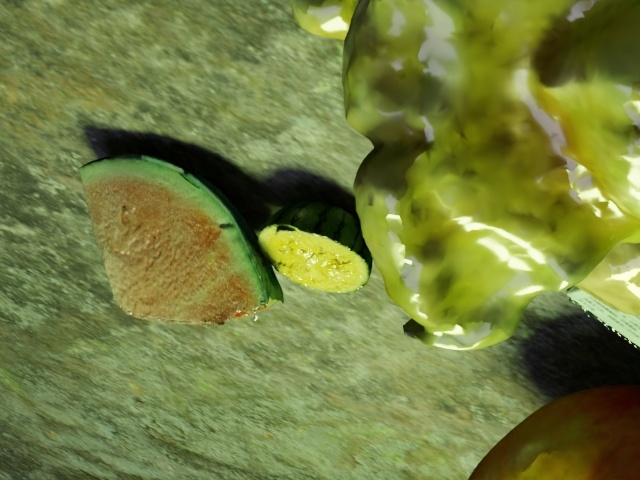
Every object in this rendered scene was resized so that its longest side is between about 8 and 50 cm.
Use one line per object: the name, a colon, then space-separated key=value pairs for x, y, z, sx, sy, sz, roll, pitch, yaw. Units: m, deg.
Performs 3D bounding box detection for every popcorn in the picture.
popcorn: x=0.134 y=-0.135 z=0.746 sx=0.274 sy=0.279 sz=0.335 roll=17 pitch=128 yaw=-6

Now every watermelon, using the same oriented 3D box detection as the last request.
watermelon: x=-0.126 y=-0.018 z=1.478 sx=0.231 sy=0.128 sz=0.146 roll=3 pitch=118 yaw=32
watermelon: x=0.000 y=0.000 z=1.416 sx=0.105 sy=0.062 sz=0.105 roll=15 pitch=149 yaw=9

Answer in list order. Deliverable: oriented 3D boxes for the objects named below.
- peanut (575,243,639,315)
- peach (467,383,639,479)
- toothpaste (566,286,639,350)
peanut: x=0.146 y=-0.071 z=0.981 sx=0.305 sy=0.147 sz=0.147 roll=48 pitch=172 yaw=39
peach: x=0.305 y=0.312 z=1.402 sx=0.388 sy=0.388 sz=0.388 roll=21 pitch=155 yaw=10
toothpaste: x=0.342 y=0.093 z=1.252 sx=0.336 sy=0.081 sz=0.067 roll=35 pitch=154 yaw=-19
